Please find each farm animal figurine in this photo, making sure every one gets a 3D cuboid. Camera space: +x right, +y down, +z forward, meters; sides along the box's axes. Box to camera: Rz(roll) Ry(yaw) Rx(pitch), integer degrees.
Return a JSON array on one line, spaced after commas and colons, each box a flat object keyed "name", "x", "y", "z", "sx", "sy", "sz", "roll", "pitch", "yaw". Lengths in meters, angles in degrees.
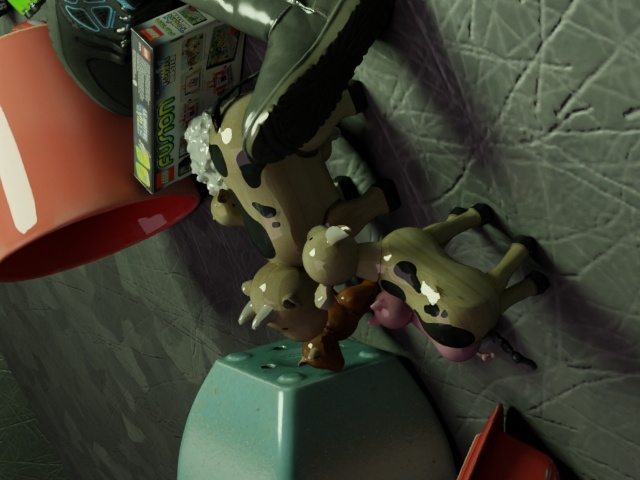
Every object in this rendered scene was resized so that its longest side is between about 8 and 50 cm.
[{"name": "farm animal figurine", "x": 0.000, "y": 0.000, "z": 0.852, "sx": 0.326, "sy": 0.172, "sz": 0.330, "roll": 61, "pitch": 151, "yaw": -4}]

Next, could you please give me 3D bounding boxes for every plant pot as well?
[{"name": "plant pot", "x": -0.311, "y": -0.111, "z": 1.160, "sx": 0.275, "sy": 0.275, "sz": 0.243, "roll": -33, "pitch": 78, "yaw": 61}, {"name": "plant pot", "x": -0.009, "y": 0.240, "z": 1.039, "sx": 0.247, "sy": 0.248, "sz": 0.252, "roll": 9, "pitch": 107, "yaw": 54}]

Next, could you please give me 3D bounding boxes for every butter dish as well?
[{"name": "butter dish", "x": 0.183, "y": 0.262, "z": 0.877, "sx": 0.118, "sy": 0.160, "sz": 0.160, "roll": 13, "pitch": 131, "yaw": 22}]

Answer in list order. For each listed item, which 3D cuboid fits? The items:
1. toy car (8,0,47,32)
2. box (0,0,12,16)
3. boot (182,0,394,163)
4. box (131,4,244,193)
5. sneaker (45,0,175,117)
[{"name": "toy car", "x": -0.373, "y": -0.306, "z": 1.194, "sx": 0.239, "sy": 0.053, "sz": 0.225, "roll": 47, "pitch": 161, "yaw": -20}, {"name": "box", "x": -0.516, "y": -0.430, "z": 1.321, "sx": 0.175, "sy": 0.051, "sz": 0.220, "roll": 46, "pitch": 159, "yaw": 19}, {"name": "boot", "x": -0.063, "y": -0.182, "z": 0.798, "sx": 0.208, "sy": 0.189, "sz": 0.076, "roll": 33, "pitch": 172, "yaw": 26}, {"name": "box", "x": -0.136, "y": -0.148, "z": 0.981, "sx": 0.036, "sy": 0.114, "sz": 0.207, "roll": 45, "pitch": 148, "yaw": 23}, {"name": "sneaker", "x": -0.201, "y": -0.243, "z": 0.952, "sx": 0.140, "sy": 0.125, "sz": 0.341, "roll": 40, "pitch": 154, "yaw": 34}]
